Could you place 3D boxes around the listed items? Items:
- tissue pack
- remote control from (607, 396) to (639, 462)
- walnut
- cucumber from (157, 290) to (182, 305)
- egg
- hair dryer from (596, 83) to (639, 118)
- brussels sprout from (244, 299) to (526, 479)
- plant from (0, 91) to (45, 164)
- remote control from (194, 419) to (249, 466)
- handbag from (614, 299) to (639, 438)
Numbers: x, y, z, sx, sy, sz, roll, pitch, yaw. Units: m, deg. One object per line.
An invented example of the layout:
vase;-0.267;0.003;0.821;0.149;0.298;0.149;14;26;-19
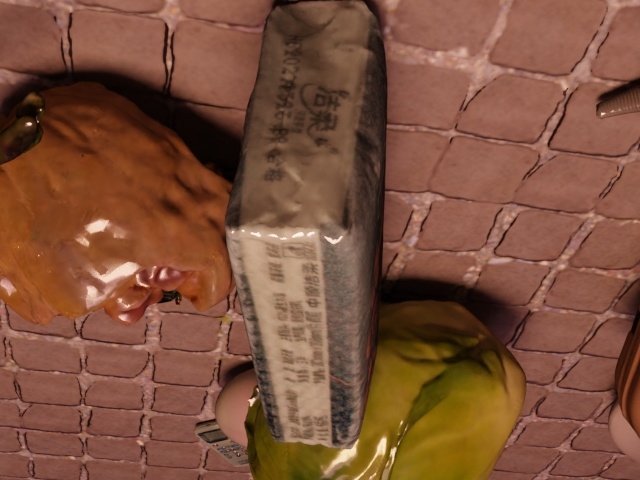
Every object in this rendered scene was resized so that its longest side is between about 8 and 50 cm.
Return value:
tissue pack;0.000;0.000;0.771;0.103;0.228;0.316;2;143;5
remote control;0.476;0.178;1.093;0.221;0.103;0.332;13;138;-12
walnut;-0.183;-0.021;0.767;0.238;0.141;0.204;-6;108;0
cucumber;-0.226;0.035;0.966;0.181;0.053;0.053;7;142;-13
egg;-0.059;0.203;1.136;0.135;0.103;0.103;2;142;1
hair dryer;0.324;-0.151;0.729;0.220;0.054;0.195;-4;142;16
brussels sprout;0.065;0.182;1.007;0.294;0.227;0.259;-32;138;-4
plant;-0.383;-0.078;0.644;0.333;0.180;0.251;37;146;-2
remote control;-0.125;0.281;1.309;0.053;0.018;0.124;-15;140;18
handbag;0.453;0.089;0.891;0.301;0.149;0.283;11;103;8
